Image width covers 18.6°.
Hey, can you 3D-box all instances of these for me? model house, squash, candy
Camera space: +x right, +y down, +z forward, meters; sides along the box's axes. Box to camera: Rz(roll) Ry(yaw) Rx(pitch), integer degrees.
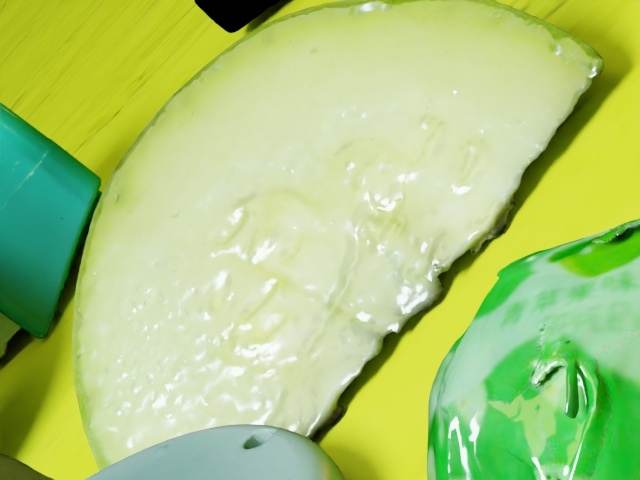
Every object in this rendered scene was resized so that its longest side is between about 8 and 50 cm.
[{"bbox_3d":[-0.185,-0.005,1.094,0.149,0.100,0.127,-41,21,35],"label":"model house"},{"bbox_3d":[0.000,0.000,0.781,0.237,0.155,0.204,-49,55,4],"label":"squash"},{"bbox_3d":[0.048,0.129,0.348,0.097,0.097,0.323,-34,32,42],"label":"candy"}]

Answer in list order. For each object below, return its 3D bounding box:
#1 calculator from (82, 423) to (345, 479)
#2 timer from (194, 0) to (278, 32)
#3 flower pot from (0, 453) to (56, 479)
[{"bbox_3d":[-0.112,0.156,0.590,0.299,0.041,0.185,-39,22,-20],"label":"calculator"},{"bbox_3d":[0.006,-0.210,1.105,0.187,0.055,0.144,-33,25,42],"label":"timer"},{"bbox_3d":[-0.114,0.180,0.341,0.265,0.265,0.243,-50,28,2],"label":"flower pot"}]
